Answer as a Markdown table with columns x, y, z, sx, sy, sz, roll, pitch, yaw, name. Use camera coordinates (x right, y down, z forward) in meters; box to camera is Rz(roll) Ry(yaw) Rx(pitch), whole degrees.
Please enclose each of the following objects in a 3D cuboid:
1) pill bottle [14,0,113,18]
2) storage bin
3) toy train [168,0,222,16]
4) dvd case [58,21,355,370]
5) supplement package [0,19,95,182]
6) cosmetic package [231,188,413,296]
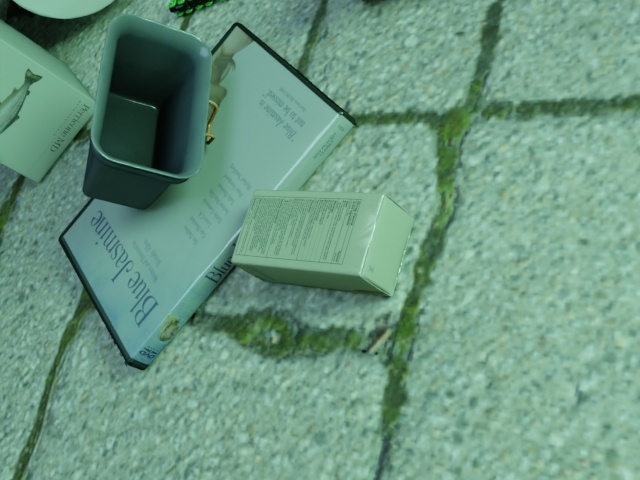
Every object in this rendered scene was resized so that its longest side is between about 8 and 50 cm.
| x | y | z | sx | sy | sz | roll | pitch | yaw | name |
| --- | --- | --- | --- | --- | --- | --- | --- | --- | --- |
| -0.289 | -0.367 | 0.930 | 0.161 | 0.161 | 0.283 | -38 | 50 | 16 | pill bottle |
| -0.138 | -0.092 | 0.698 | 0.091 | 0.098 | 0.135 | -40 | 42 | 53 | storage bin |
| -0.108 | -0.228 | 0.816 | 0.083 | 0.017 | 0.023 | -7 | 54 | 35 | toy train |
| -0.104 | -0.044 | 0.714 | 0.253 | 0.022 | 0.180 | -49 | 48 | 7 | dvd case |
| -0.322 | -0.153 | 0.831 | 0.105 | 0.179 | 0.105 | -51 | 47 | 5 | supplement package |
| 0.000 | 0.000 | 0.597 | 0.115 | 0.041 | 0.060 | 6 | 71 | 39 | cosmetic package |
